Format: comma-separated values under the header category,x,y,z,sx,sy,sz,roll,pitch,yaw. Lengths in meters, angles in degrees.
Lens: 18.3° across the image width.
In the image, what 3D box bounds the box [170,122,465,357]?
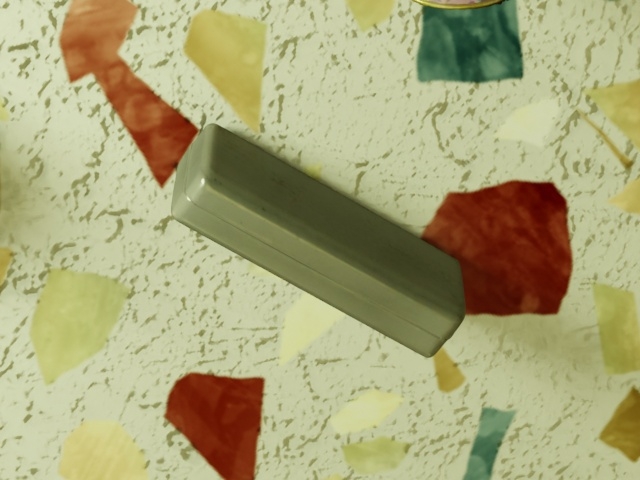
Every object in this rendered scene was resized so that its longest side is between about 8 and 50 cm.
category,x,y,z,sx,sy,sz,roll,pitch,yaw
box,0.000,0.000,1.563,0.244,0.103,0.055,30,115,-15

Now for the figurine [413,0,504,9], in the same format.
category,x,y,z,sx,sy,sz,roll,pitch,yaw
figurine,0.098,-0.292,1.337,0.189,0.142,0.263,-26,136,-28
